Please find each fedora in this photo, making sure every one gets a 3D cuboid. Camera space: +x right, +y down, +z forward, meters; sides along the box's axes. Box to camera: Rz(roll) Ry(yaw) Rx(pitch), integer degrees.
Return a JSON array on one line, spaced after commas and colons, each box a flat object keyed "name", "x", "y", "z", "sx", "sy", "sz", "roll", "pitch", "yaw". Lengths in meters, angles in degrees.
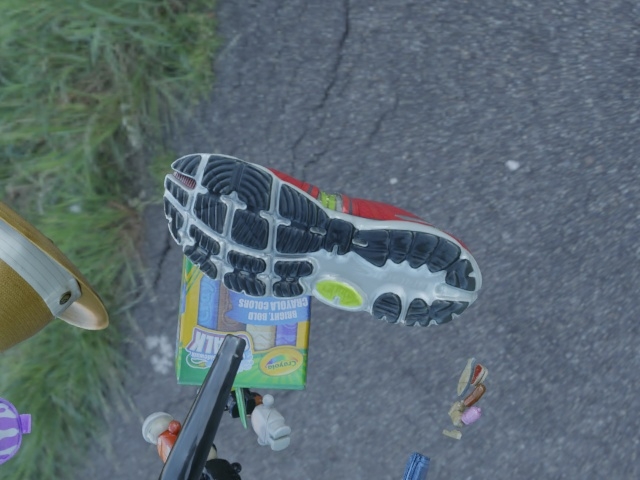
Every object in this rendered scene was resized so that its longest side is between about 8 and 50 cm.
[{"name": "fedora", "x": -0.248, "y": 0.029, "z": 0.694, "sx": 0.194, "sy": 0.079, "sz": 0.194, "roll": 31, "pitch": 158, "yaw": 14}]

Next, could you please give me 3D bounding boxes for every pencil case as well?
[{"name": "pencil case", "x": -0.440, "y": 0.223, "z": 1.100, "sx": 0.206, "sy": 0.088, "sz": 0.086, "roll": -5, "pitch": 81, "yaw": 35}]

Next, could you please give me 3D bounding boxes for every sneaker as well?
[{"name": "sneaker", "x": 0.000, "y": 0.000, "z": 0.805, "sx": 0.279, "sy": 0.118, "sz": 0.107, "roll": 21, "pitch": 105, "yaw": 5}]

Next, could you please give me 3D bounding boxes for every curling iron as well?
[{"name": "curling iron", "x": -0.111, "y": 0.196, "z": 0.681, "sx": 0.035, "sy": 0.068, "sz": 0.274, "roll": 25, "pitch": 74, "yaw": -1}]

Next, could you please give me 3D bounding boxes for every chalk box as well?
[{"name": "chalk box", "x": -0.085, "y": 0.087, "z": 0.986, "sx": 0.132, "sy": 0.132, "sz": 0.213, "roll": 5, "pitch": 89, "yaw": -11}]

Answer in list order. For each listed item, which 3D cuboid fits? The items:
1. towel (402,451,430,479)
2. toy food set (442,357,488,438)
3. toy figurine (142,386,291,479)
[{"name": "towel", "x": 0.135, "y": 0.384, "z": 1.439, "sx": 0.029, "sy": 0.067, "sz": 0.119, "roll": 16, "pitch": 78, "yaw": 21}, {"name": "toy food set", "x": 0.220, "y": 0.234, "z": 1.380, "sx": 0.019, "sy": 0.078, "sz": 0.122, "roll": 26, "pitch": 80, "yaw": -15}, {"name": "toy figurine", "x": -0.180, "y": 0.332, "z": 1.655, "sx": 0.209, "sy": 0.213, "sz": 0.148, "roll": -49, "pitch": 43, "yaw": -4}]
